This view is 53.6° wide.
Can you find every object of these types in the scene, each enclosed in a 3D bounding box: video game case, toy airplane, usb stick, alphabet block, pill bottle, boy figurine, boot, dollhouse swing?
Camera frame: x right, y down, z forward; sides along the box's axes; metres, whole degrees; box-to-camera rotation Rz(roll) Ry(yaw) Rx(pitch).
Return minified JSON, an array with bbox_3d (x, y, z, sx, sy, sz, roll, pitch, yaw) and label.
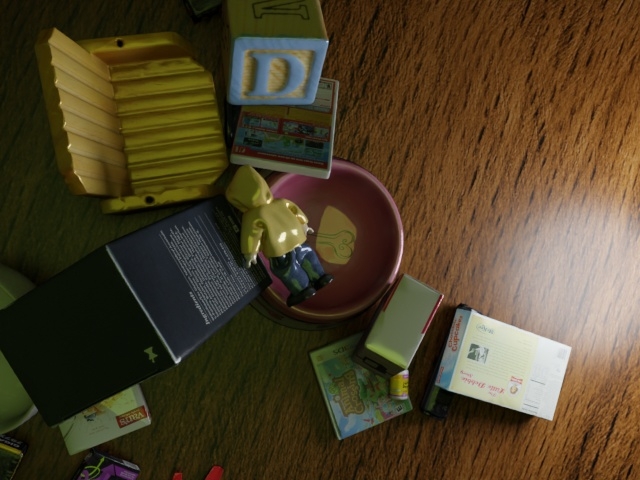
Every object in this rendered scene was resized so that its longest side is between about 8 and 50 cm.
[{"bbox_3d":[-0.070,-0.259,1.354,0.204,0.025,0.285,9,53,-5],"label":"video game case"},{"bbox_3d":[-0.273,0.547,1.362,0.151,0.028,0.151,0,89,-13],"label":"toy airplane"},{"bbox_3d":[0.311,0.286,1.503,0.077,0.045,0.278,25,82,-20],"label":"usb stick"},{"bbox_3d":[-0.105,-0.417,1.321,0.193,0.192,0.197,-2,60,-15],"label":"alphabet block"},{"bbox_3d":[0.179,0.318,1.445,0.043,0.043,0.083,2,87,-13],"label":"pill bottle"},{"bbox_3d":[-0.095,-0.010,1.231,0.177,0.092,0.285,-38,96,-39],"label":"boy figurine"},{"bbox_3d":[-0.163,-0.267,1.412,0.099,0.045,0.121,0,88,-17],"label":"boot"},{"bbox_3d":[0.094,0.324,1.460,0.193,0.023,0.213,-19,92,-13],"label":"video game case"},{"bbox_3d":[-0.342,-0.244,1.235,0.315,0.305,0.347,-10,90,-13],"label":"dollhouse swing"}]

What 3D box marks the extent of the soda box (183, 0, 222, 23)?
[{"bbox_3d":[-0.217,-0.547,1.402,0.168,0.053,0.060,-29,95,-12],"label":"soda box"}]

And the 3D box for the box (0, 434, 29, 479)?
[{"bbox_3d":[-0.763,0.506,1.224,0.257,0.079,0.322,26,82,-13],"label":"box"}]

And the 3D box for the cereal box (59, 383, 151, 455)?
[{"bbox_3d":[-0.472,0.298,1.314,0.173,0.047,0.240,-20,93,-12],"label":"cereal box"}]

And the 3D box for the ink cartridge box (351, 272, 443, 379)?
[{"bbox_3d":[0.155,0.188,1.342,0.100,0.237,0.172,29,73,5],"label":"ink cartridge box"}]

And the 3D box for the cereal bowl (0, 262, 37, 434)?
[{"bbox_3d":[-0.629,0.189,1.203,0.338,0.141,0.339,3,102,14],"label":"cereal bowl"}]

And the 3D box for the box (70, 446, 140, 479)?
[{"bbox_3d":[-0.463,0.519,1.298,0.116,0.029,0.162,37,81,-33],"label":"box"}]

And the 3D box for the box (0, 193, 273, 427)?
[{"bbox_3d":[-0.315,0.105,1.135,0.293,0.395,0.212,-28,96,22],"label":"box"}]

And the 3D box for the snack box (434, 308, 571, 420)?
[{"bbox_3d":[0.437,0.296,1.498,0.321,0.060,0.187,21,83,-22],"label":"snack box"}]

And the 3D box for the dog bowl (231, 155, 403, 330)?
[{"bbox_3d":[0.000,0.000,1.386,0.407,0.150,0.408,1,87,-13],"label":"dog bowl"}]
